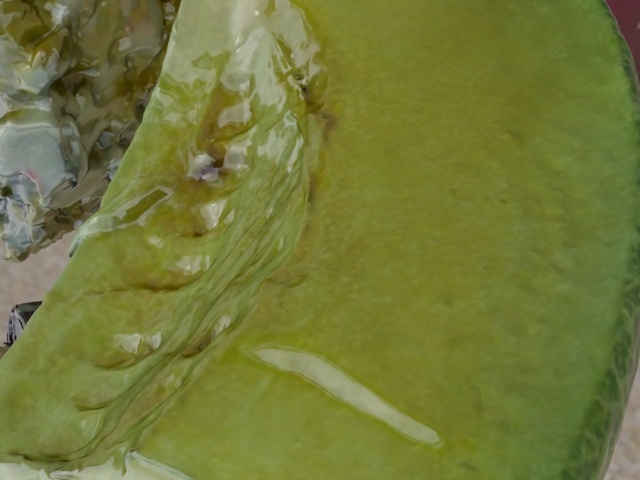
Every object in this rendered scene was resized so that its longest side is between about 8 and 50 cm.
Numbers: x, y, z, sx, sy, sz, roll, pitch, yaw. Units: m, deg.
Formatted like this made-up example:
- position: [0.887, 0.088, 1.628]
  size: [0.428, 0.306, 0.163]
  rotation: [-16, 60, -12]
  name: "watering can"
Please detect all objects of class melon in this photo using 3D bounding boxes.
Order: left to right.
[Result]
- position: [0.000, 0.000, 0.743]
  size: [0.226, 0.343, 0.331]
  rotation: [40, 149, -12]
  name: "melon"

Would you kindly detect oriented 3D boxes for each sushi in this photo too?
- position: [-0.266, -0.195, 1.510]
  size: [0.351, 0.240, 0.396]
  rotation: [34, 145, 25]
  name: "sushi"

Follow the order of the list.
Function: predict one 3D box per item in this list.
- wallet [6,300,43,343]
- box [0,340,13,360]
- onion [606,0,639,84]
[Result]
- position: [-0.152, 0.093, 1.334]
  size: [0.031, 0.232, 0.121]
  rotation: [-6, 93, 24]
  name: "wallet"
- position: [-0.260, 0.067, 0.927]
  size: [0.175, 0.062, 0.260]
  rotation: [8, 177, 25]
  name: "box"
- position: [0.150, -0.120, 1.554]
  size: [0.420, 0.398, 0.398]
  rotation: [63, 160, 14]
  name: "onion"
